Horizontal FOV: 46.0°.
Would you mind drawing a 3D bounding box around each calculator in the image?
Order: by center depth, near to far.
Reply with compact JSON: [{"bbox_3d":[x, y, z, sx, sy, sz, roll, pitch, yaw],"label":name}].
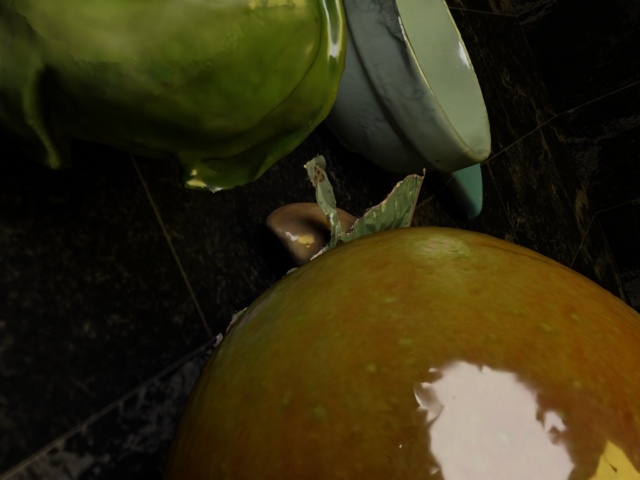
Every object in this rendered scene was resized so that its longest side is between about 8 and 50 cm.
[{"bbox_3d":[0.187,-0.160,1.196,0.293,0.051,0.173,49,33,-33],"label":"calculator"}]

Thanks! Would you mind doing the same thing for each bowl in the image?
[{"bbox_3d":[0.086,-0.216,0.940,0.307,0.163,0.307,40,39,-42],"label":"bowl"}]

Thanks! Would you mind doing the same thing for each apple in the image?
[{"bbox_3d":[0.087,0.179,0.484,0.384,0.374,0.374,40,37,-19],"label":"apple"}]

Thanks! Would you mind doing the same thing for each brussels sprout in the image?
[{"bbox_3d":[-0.111,-0.157,0.494,0.294,0.227,0.259,34,18,6],"label":"brussels sprout"}]

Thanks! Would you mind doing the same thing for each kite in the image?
[{"bbox_3d":[0.019,0.041,0.709,0.323,0.013,0.268,-37,129,-38],"label":"kite"}]

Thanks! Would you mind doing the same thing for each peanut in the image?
[{"bbox_3d":[0.000,0.000,0.743,0.152,0.076,0.076,10,63,-54],"label":"peanut"}]
